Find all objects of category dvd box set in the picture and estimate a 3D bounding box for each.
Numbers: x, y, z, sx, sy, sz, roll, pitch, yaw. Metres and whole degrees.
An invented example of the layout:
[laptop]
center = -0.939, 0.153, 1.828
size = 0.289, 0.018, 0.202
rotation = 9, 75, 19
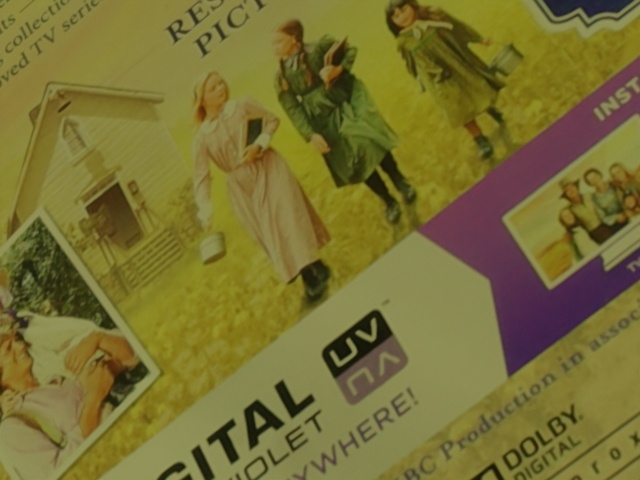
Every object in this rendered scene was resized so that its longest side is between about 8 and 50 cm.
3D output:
[dvd box set]
center = 0.013, -0.072, 0.469
size = 0.307, 0.062, 0.420
rotation = -39, 54, 11
